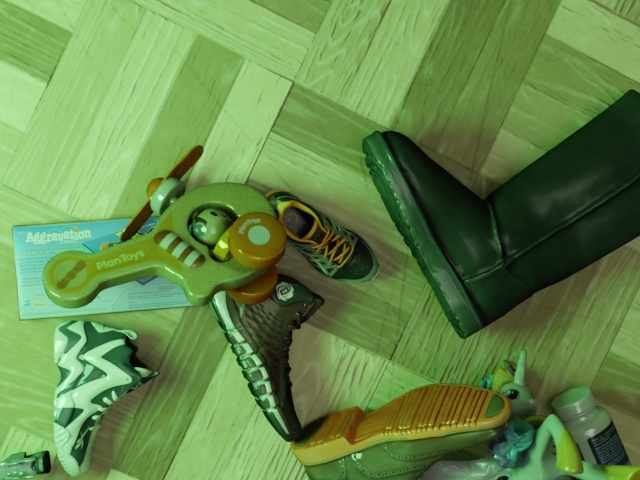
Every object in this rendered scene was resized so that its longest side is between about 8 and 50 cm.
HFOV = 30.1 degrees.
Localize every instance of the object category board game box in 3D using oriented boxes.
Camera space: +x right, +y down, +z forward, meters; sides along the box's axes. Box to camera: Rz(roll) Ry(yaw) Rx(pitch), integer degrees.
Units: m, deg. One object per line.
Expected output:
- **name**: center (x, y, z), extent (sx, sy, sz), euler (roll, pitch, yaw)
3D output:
- **board game box**: center (-0.321, 0.039, 1.815), extent (0.281, 0.027, 0.145), euler (-4, 96, -9)

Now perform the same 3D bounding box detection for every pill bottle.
- **pill bottle**: center (0.439, 0.328, 1.935), extent (0.094, 0.094, 0.169), euler (-26, 99, -7)

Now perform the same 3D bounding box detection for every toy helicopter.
- **toy helicopter**: center (-0.235, 0.000, 1.732), extent (0.355, 0.140, 0.235), euler (-18, 64, -19)

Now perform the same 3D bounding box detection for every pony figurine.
- **pony figurine**: center (0.316, 0.385, 1.821), extent (0.303, 0.363, 0.351), euler (11, 106, -23)

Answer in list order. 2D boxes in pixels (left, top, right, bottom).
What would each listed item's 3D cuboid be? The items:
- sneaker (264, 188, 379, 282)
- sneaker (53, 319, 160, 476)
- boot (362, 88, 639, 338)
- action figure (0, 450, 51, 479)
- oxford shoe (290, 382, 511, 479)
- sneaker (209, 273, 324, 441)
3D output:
- **sneaker**: center (0.000, 0.000, 1.839), extent (0.215, 0.083, 0.084), euler (32, 87, -12)
- **sneaker**: center (-0.319, 0.237, 1.797), extent (0.153, 0.094, 0.235), euler (-1, 85, -1)
- **boot**: center (0.330, -0.106, 1.852), extent (0.445, 0.146, 0.367), euler (-30, 107, -3)
- **action figure**: center (-0.546, 0.366, 1.771), extent (0.285, 0.099, 0.185), euler (-4, 101, -6)
- **oxford shoe**: center (0.136, 0.313, 1.812), extent (0.364, 0.130, 0.132), euler (-16, 108, 32)
- **sneaker**: center (-0.051, 0.159, 1.834), extent (0.162, 0.106, 0.281), euler (-26, 98, -10)
